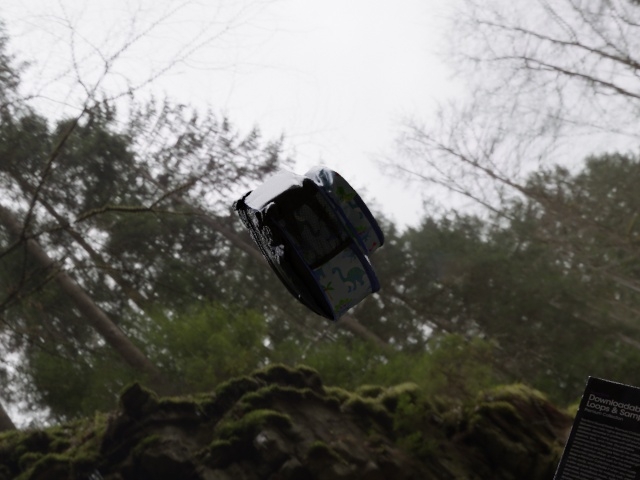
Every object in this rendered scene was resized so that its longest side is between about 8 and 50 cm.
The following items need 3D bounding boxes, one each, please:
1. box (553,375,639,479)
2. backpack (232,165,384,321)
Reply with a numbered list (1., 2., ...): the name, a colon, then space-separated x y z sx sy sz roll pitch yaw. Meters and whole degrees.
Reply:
1. box: 0.270 0.206 0.650 0.162 0.116 0.029 -61 -41 -23
2. backpack: 0.000 0.000 0.584 0.084 0.105 0.114 -34 -73 -11
